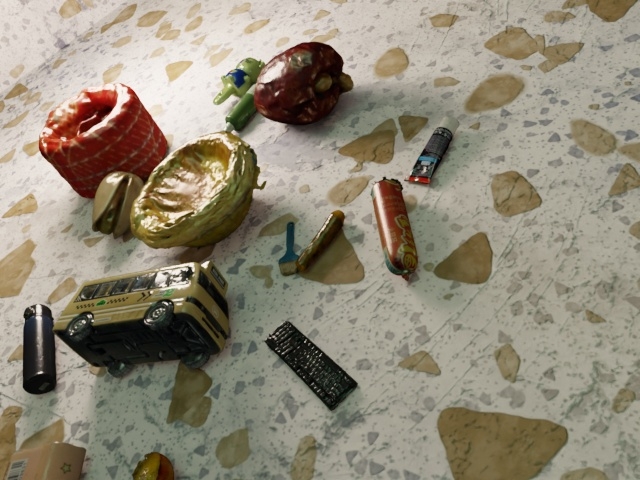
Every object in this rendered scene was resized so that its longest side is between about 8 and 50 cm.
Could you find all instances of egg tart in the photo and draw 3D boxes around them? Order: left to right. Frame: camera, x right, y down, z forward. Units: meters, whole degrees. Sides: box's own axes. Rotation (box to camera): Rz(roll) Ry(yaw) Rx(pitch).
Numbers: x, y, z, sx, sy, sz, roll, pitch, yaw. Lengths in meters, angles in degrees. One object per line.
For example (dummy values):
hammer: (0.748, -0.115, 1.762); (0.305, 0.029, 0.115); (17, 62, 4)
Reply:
egg tart: (-0.309, -0.112, 1.446); (0.388, 0.169, 0.387); (-17, 46, 18)

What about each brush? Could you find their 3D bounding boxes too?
brush: (-0.073, 0.016, 1.324); (0.051, 0.014, 0.164); (-13, 47, 14)

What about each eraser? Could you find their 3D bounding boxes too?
eraser: (-0.559, 0.545, 1.055); (0.171, 0.087, 0.290); (-18, 45, 15)

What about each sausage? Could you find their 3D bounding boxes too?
sausage: (0.160, -0.019, 1.200); (0.083, 0.083, 0.263); (-17, 48, 12)

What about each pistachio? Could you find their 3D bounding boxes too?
pistachio: (-0.579, -0.107, 1.600); (0.144, 0.144, 0.215); (0, 58, 26)

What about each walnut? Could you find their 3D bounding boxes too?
walnut: (-0.052, -0.447, 1.594); (0.269, 0.221, 0.244); (12, 26, 43)

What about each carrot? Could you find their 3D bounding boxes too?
carrot: (0.000, 0.000, 1.281); (0.042, 0.042, 0.170); (22, 63, 38)

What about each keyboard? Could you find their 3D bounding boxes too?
keyboard: (-0.026, 0.237, 1.103); (0.072, 0.023, 0.231); (-41, 46, -15)

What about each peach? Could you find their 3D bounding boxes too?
peach: (-0.308, 0.446, 1.034); (0.098, 0.061, 0.098); (-35, 31, 24)

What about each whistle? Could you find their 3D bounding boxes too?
whistle: (-0.272, -0.526, 1.841); (0.227, 0.085, 0.105); (-48, 39, -17)

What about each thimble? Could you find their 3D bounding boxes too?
thimble: (-0.681, -0.317, 1.761); (0.350, 0.230, 0.350); (-13, 47, 14)

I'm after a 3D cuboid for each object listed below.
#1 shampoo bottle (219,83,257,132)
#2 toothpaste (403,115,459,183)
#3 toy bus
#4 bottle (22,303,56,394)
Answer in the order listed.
shampoo bottle: (-0.243, -0.395, 1.733); (0.065, 0.065, 0.204); (16, 60, 35)
toothpaste: (0.269, -0.212, 1.337); (0.071, 0.045, 0.193); (12, 64, 43)
toy bus: (-0.382, 0.166, 1.233); (0.366, 0.177, 0.201); (-10, 43, 20)
bottle: (-0.692, 0.258, 1.369); (0.072, 0.082, 0.244); (-35, 44, 5)
